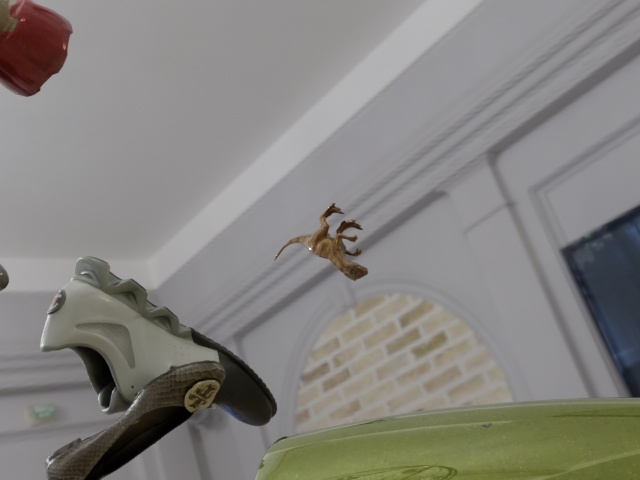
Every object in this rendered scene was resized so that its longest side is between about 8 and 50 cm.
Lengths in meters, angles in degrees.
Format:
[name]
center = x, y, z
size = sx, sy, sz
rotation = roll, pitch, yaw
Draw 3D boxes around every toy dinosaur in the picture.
[toy dinosaur]
center = 0.000, 0.000, 1.327
size = 0.112, 0.211, 0.064
rotation = -53, -52, -12

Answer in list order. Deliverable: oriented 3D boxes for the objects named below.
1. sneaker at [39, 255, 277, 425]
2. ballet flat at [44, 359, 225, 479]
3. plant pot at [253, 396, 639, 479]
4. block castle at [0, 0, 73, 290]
[sneaker]
center = -0.206, 0.173, 1.058
size = 0.330, 0.146, 0.122
rotation = 38, -30, -21
[ballet flat]
center = -0.210, 0.222, 0.961
size = 0.250, 0.058, 0.084
rotation = -34, -41, 5
[plant pot]
center = 0.145, 0.217, 0.560
size = 0.293, 0.275, 0.275
rotation = -23, -22, 14
[block castle]
center = -0.458, -0.098, 0.828
size = 0.453, 0.303, 0.213
rotation = 5, -18, 38
